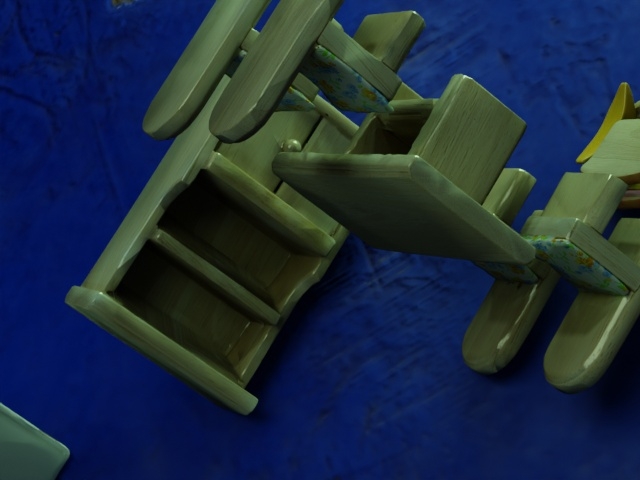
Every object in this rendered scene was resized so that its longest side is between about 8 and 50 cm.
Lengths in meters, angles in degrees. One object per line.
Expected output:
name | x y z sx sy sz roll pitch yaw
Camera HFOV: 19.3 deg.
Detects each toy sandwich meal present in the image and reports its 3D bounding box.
toy sandwich meal | 0.162 -0.050 0.928 0.086 0.029 0.085 -26 37 22

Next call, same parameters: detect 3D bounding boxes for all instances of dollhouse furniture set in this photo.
dollhouse furniture set | 0.000 0.000 0.903 0.161 0.212 0.242 -59 24 -12

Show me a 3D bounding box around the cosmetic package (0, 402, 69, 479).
cosmetic package | -0.270 0.137 1.022 0.151 0.151 0.183 24 77 38
